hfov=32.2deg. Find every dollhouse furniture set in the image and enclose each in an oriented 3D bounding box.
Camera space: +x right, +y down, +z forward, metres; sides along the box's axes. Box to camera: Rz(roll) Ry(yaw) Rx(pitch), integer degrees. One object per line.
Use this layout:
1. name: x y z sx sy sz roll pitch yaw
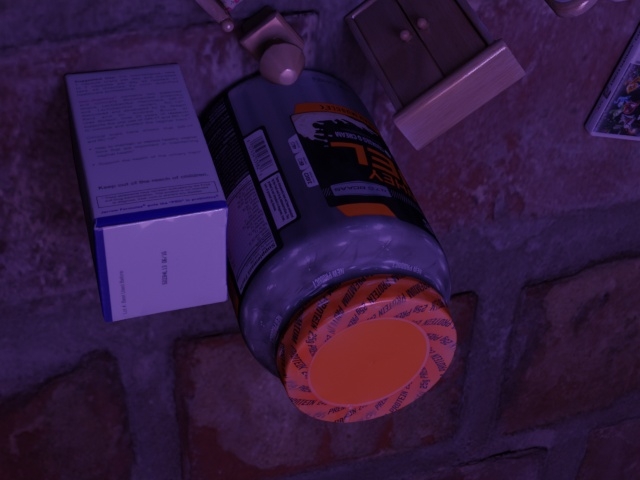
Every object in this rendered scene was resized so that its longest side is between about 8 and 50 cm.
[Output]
1. dollhouse furniture set: 0.028 -0.261 0.893 0.303 0.174 0.355 -35 134 12

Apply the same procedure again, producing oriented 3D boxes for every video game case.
1. video game case: 0.408 -0.181 1.222 0.190 0.022 0.173 3 130 -25

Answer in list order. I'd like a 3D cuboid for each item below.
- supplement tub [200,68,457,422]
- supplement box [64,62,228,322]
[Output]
1. supplement tub: 0.000 0.000 1.024 0.193 0.316 0.193 -11 135 -12
2. supplement box: -0.158 -0.050 0.985 0.114 0.220 0.111 -10 134 -15
